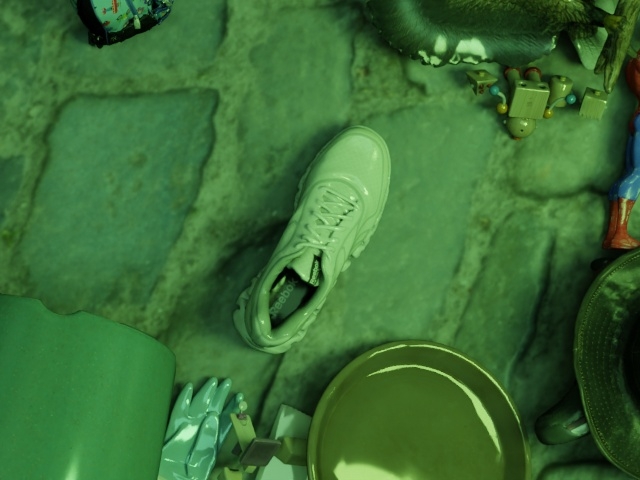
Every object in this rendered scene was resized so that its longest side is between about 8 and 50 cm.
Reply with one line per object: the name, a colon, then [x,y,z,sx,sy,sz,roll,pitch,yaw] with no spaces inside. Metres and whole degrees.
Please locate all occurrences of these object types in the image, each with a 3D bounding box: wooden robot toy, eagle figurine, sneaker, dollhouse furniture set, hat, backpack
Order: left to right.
backpack: [-0.236,-0.311,1.317,0.116,0.173,0.158,-21,90,-5]
dollhouse furniture set: [-0.058,0.238,1.380,0.114,0.081,0.091,12,125,-31]
sneaker: [0.000,0.000,1.360,0.110,0.118,0.292,27,85,-2]
eagle figurine: [0.230,-0.308,1.361,0.298,0.226,0.225,17,122,19]
wooden robot toy: [0.252,-0.160,1.422,0.173,0.076,0.079,6,123,-5]
sneaker: [0.338,0.111,1.400,0.281,0.106,0.163,-31,88,-15]
hat: [0.452,0.135,1.296,0.331,0.134,0.332,3,76,-10]

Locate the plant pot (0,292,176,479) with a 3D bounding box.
plant pot: [-0.308,0.249,1.221,0.341,0.341,0.334,15,72,-4]

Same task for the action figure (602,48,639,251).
action figure: [0.422,-0.123,1.412,0.139,0.091,0.281,5,89,2]

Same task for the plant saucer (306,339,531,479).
plant saucer: [0.112,0.254,1.364,0.277,0.041,0.278,5,73,-17]

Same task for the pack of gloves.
pack of gloves: [-0.113,0.288,1.388,0.195,0.046,0.232,27,76,-5]

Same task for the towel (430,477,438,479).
towel: [0.100,0.434,1.391,0.187,0.049,0.282,44,85,-3]
